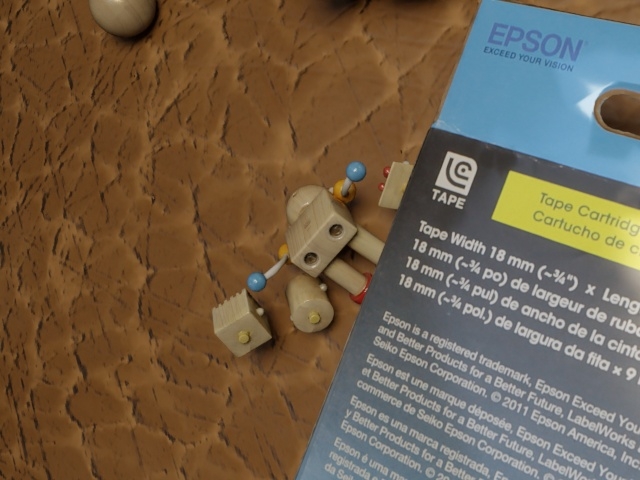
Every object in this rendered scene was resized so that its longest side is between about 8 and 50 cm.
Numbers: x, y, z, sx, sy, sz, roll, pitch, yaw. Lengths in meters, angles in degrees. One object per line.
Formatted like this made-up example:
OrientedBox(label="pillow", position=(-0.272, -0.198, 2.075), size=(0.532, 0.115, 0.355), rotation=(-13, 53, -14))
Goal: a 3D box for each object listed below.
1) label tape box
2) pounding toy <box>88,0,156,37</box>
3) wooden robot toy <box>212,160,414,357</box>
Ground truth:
OrientedBox(label="label tape box", position=(0.138, 0.077, 0.367), size=(0.240, 0.106, 0.334), rotation=(23, 93, 29))
OrientedBox(label="pounding toy", position=(-0.143, -0.282, 0.532), size=(0.183, 0.110, 0.237), rotation=(45, 111, -1))
OrientedBox(label="wooden robot toy", position=(0.000, 0.000, 0.490), size=(0.173, 0.076, 0.079), rotation=(-47, 29, 14))
